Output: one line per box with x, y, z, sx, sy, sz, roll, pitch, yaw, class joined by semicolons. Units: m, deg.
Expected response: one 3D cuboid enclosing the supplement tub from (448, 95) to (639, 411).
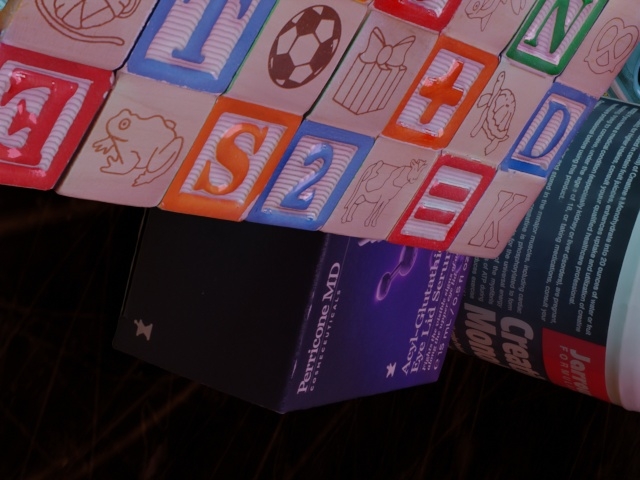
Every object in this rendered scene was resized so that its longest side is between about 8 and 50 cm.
0.168;-0.001;0.872;0.191;0.272;0.191;-40;139;-47;supplement tub

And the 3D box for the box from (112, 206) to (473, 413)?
0.000;0.000;0.734;0.207;0.108;0.153;-1;107;-63;box

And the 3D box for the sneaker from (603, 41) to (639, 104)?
0.252;-0.219;1.088;0.107;0.110;0.275;-51;146;-37;sneaker

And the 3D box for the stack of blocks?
0.002;-0.097;0.465;0.297;0.087;0.171;7;119;-52;stack of blocks
